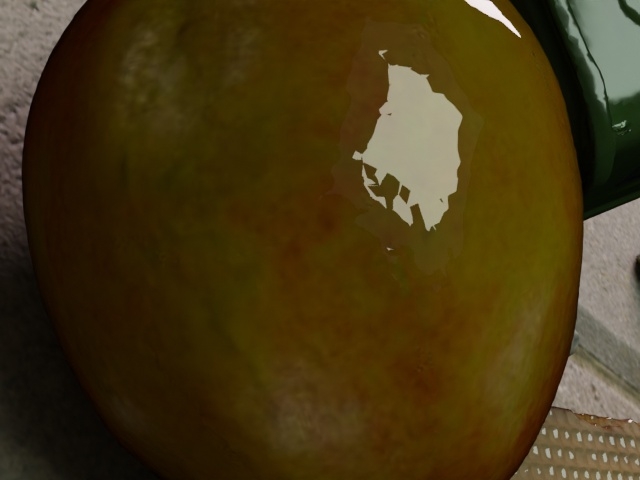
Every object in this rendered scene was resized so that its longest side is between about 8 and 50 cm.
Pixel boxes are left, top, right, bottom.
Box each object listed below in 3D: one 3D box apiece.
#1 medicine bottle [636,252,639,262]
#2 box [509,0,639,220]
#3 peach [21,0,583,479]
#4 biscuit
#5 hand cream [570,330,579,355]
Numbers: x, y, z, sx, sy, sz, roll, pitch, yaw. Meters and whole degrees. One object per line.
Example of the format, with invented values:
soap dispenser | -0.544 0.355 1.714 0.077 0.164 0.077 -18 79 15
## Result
medicine bottle | 0.355 0.095 1.245 0.074 0.074 0.218 -24 85 -52
box | 0.154 -0.136 0.935 0.178 0.328 0.252 -19 80 -14
peach | 0.000 0.000 0.730 0.308 0.308 0.332 -22 96 -52
biscuit | 0.202 0.175 1.030 0.379 0.054 0.094 13 60 -44
hand cream | 0.134 0.082 1.032 0.143 0.039 0.061 -11 83 -42
